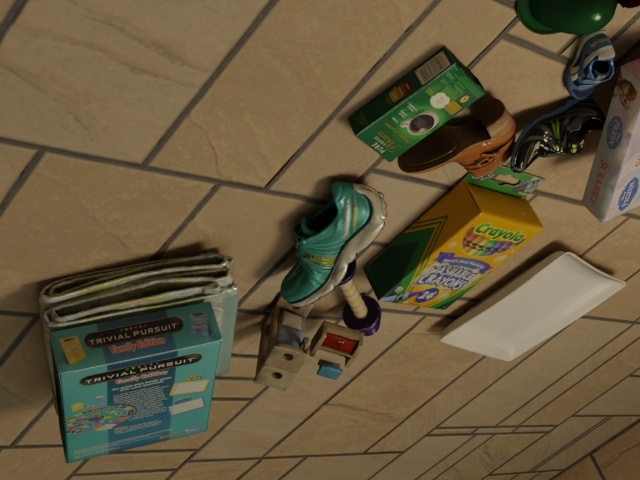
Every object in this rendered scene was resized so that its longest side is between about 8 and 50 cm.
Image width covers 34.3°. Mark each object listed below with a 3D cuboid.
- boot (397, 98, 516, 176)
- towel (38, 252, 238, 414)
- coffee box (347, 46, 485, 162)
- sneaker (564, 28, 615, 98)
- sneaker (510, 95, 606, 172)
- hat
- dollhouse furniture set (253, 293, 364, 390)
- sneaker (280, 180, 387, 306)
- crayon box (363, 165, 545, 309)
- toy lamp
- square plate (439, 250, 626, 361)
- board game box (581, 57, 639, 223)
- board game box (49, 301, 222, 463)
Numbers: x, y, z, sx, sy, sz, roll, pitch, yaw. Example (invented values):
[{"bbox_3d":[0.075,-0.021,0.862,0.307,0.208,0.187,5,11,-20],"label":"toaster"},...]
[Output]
[{"bbox_3d":[0.229,-0.139,1.674,0.197,0.073,0.152,-26,154,8],"label":"boot"},{"bbox_3d":[-0.304,0.161,1.757,0.320,0.090,0.374,-11,148,-16],"label":"towel"},{"bbox_3d":[0.142,-0.199,1.543,0.184,0.040,0.113,-36,148,19],"label":"coffee box"},{"bbox_3d":[0.423,-0.264,1.622,0.053,0.059,0.144,-20,151,-11],"label":"sneaker"},{"bbox_3d":[0.390,-0.169,1.702,0.188,0.078,0.067,-32,151,-11],"label":"sneaker"},{"bbox_3d":[0.384,-0.296,1.418,0.173,0.183,0.208,-30,150,11],"label":"hat"},{"bbox_3d":[-0.011,0.200,1.912,0.183,0.129,0.129,17,137,-12],"label":"dollhouse furniture set"},{"bbox_3d":[0.000,0.000,1.730,0.110,0.107,0.275,18,128,-24],"label":"sneaker"},{"bbox_3d":[0.260,0.000,1.902,0.203,0.083,0.323,10,135,-45],"label":"crayon box"},{"bbox_3d":[0.062,0.105,1.936,0.080,0.080,0.275,-24,148,0],"label":"toy lamp"},{"bbox_3d":[0.473,0.145,2.316,0.347,0.049,0.344,-38,147,23],"label":"square plate"},{"bbox_3d":[0.612,-0.209,1.753,0.318,0.066,0.319,-23,143,-20],"label":"board game box"},{"bbox_3d":[-0.306,0.240,1.715,0.253,0.079,0.336,-10,147,-18],"label":"board game box"}]
